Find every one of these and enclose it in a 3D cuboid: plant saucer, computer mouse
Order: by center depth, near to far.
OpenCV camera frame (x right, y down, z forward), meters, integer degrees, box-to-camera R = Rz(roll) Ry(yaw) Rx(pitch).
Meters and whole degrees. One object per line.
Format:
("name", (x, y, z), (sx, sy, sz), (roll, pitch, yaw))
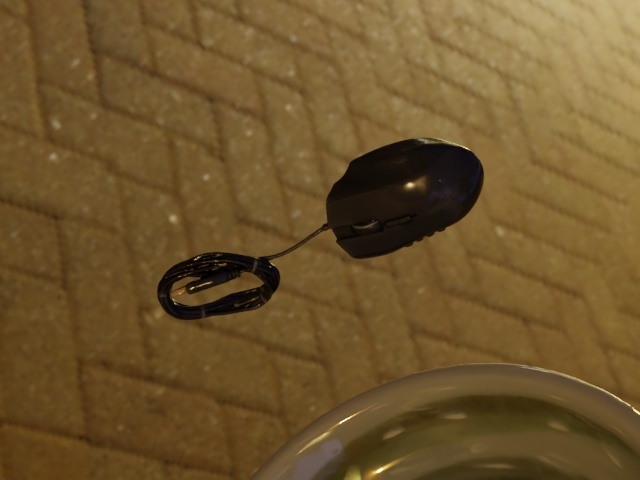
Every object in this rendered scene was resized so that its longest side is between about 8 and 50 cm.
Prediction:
("plant saucer", (0.091, 0.277, 1.034), (0.100, 0.400, 0.400), (54, 23, -46))
("computer mouse", (0.000, 0.000, 1.039), (0.071, 0.242, 0.041), (59, 10, -31))
